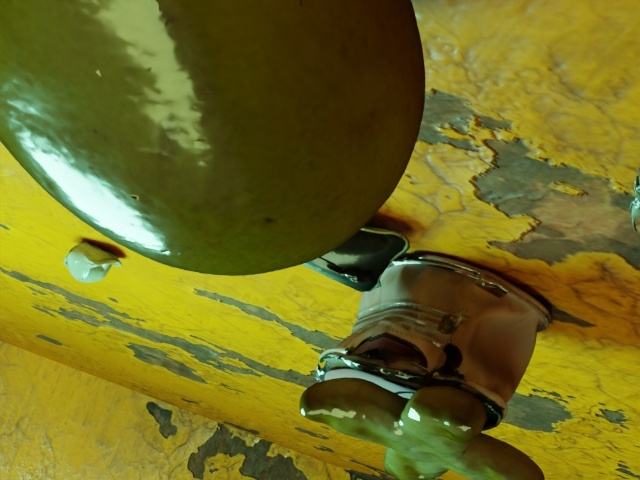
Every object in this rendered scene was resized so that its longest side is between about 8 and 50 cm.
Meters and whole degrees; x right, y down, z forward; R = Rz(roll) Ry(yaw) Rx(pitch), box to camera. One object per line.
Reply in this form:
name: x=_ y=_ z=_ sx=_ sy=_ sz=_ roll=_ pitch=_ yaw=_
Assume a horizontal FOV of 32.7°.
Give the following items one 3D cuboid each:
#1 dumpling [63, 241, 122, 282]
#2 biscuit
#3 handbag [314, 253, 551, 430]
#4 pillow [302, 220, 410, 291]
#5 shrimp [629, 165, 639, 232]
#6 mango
dumpling: x=-0.279 y=0.023 z=1.342 sx=0.052 sy=0.057 sz=0.076 roll=55 pitch=137 yaw=8
biscuit: x=0.094 y=0.172 z=0.952 sx=0.164 sy=0.047 sz=0.208 roll=-1 pitch=152 yaw=28
handbag: x=0.101 y=0.097 z=0.991 sx=0.179 sy=0.116 sz=0.205 roll=24 pitch=162 yaw=-12
pillow: x=0.001 y=-0.002 z=0.905 sx=0.135 sy=0.055 sz=0.091 roll=24 pitch=170 yaw=-7
shrimp: x=0.205 y=-0.026 z=0.647 sx=0.038 sy=0.029 sz=0.092 roll=7 pitch=166 yaw=14
mango: x=-0.066 y=-0.101 z=0.480 sx=0.211 sy=0.173 sz=0.317 roll=13 pitch=155 yaw=20
